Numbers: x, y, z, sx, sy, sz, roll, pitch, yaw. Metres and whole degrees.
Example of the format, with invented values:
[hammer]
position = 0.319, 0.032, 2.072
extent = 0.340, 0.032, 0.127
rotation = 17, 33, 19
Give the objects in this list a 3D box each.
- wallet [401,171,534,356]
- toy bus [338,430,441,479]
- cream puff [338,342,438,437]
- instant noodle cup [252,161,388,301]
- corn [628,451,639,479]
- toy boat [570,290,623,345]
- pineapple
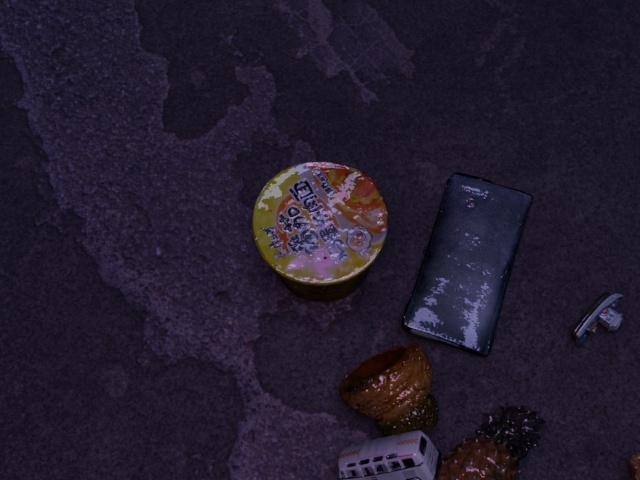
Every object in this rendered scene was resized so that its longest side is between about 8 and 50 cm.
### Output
[wallet]
position = 0.305, 0.043, 1.826
extent = 0.190, 0.046, 0.379
rotation = 18, 69, 5
[toy bus]
position = 0.117, 0.407, 1.617
extent = 0.194, 0.089, 0.087
rotation = -18, 25, 26
[cream puff]
position = 0.145, 0.305, 1.678
extent = 0.183, 0.183, 0.169
rotation = -29, 96, -11
[instant noodle cup]
position = 0.000, 0.000, 1.761
extent = 0.264, 0.200, 0.264
rotation = 0, 68, 1
[corn]
position = 0.737, 0.413, 1.658
extent = 0.319, 0.097, 0.097
rotation = -8, 69, -2
[toy boat]
position = 0.563, 0.158, 1.773
extent = 0.066, 0.059, 0.140
rotation = 37, 71, 26
[pineapple]
position = 0.326, 0.404, 1.639
extent = 0.158, 0.158, 0.278
rotation = 41, 63, 15
